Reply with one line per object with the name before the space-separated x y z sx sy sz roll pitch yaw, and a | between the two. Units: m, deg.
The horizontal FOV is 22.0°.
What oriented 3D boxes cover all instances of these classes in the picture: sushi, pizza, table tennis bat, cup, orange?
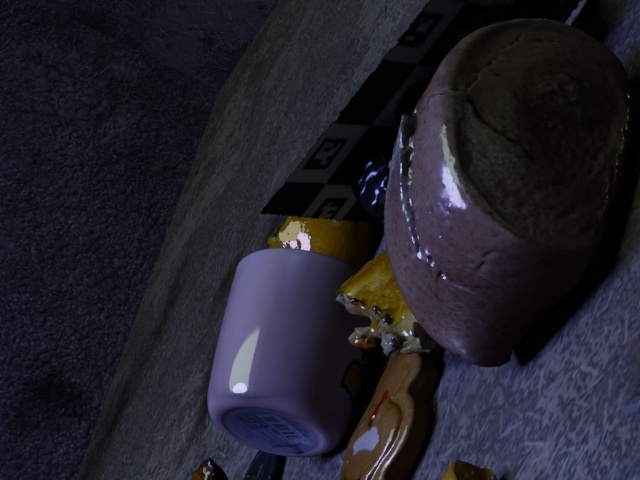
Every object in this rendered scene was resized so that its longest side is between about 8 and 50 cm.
sushi | 0.151 -0.121 1.775 0.373 0.100 0.296 -50 -26 21
pizza | 0.108 0.055 1.788 0.189 0.071 0.297 -39 11 0
table tennis bat | -0.079 0.340 2.190 0.236 0.027 0.150 156 136 -75
cup | -0.031 0.159 2.027 0.253 0.191 0.200 77 -156 -58
orange | 0.000 0.000 2.268 0.155 0.134 0.155 -53 24 35

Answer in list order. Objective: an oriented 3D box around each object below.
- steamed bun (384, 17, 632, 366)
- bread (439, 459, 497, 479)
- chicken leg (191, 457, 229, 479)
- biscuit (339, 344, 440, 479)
steamed bun | 0.154 -0.057 1.564 0.251 0.199 0.301 -53 16 49
bread | 0.112 0.260 1.467 0.132 0.053 0.074 -61 9 20
chicken leg | -0.125 0.366 2.109 0.304 0.093 0.113 -111 23 -65
biscuit | 0.057 0.240 1.765 0.186 0.044 0.295 -36 31 62
